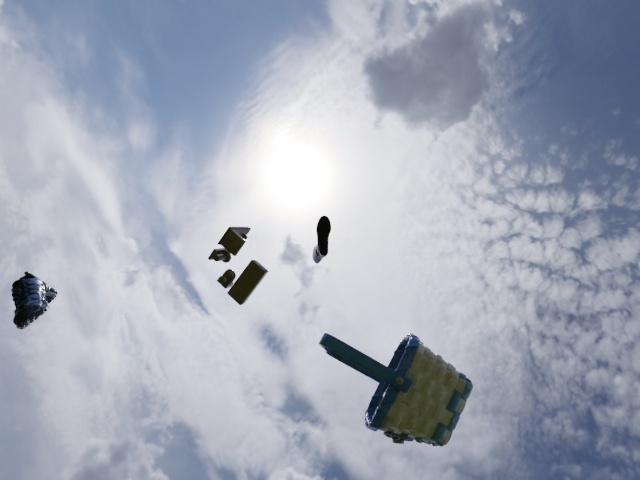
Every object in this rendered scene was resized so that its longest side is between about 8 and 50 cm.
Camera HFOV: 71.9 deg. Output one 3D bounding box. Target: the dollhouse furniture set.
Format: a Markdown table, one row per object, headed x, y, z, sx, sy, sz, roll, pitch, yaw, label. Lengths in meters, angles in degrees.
| x | y | z | sx | sy | sz | roll | pitch | yaw | label |
| --- | --- | --- | --- | --- | --- | --- | --- | --- | --- |
| -0.206 | 0.065 | 1.202 | 0.151 | 0.123 | 0.144 | 40 | -79 | 11 | dollhouse furniture set |

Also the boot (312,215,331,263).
| x | y | z | sx | sy | sz | roll | pitch | yaw | label |
| --- | --- | --- | --- | --- | --- | --- | --- | --- | --- |
| 0.000 | 0.000 | 1.127 | 0.037 | 0.114 | 0.107 | 6 | -102 | -6 | boot |

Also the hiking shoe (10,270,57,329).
| x | y | z | sx | sy | sz | roll | pitch | yaw | label |
| --- | --- | --- | --- | --- | --- | --- | --- | --- | --- |
| -0.989 | 0.199 | 1.476 | 0.113 | 0.304 | 0.132 | -42 | -67 | -12 | hiking shoe |

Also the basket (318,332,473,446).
| x | y | z | sx | sy | sz | roll | pitch | yaw | label |
| --- | --- | --- | --- | --- | --- | --- | --- | --- | --- |
| 0.132 | 0.275 | 0.881 | 0.288 | 0.255 | 0.201 | 30 | -102 | 15 | basket |
